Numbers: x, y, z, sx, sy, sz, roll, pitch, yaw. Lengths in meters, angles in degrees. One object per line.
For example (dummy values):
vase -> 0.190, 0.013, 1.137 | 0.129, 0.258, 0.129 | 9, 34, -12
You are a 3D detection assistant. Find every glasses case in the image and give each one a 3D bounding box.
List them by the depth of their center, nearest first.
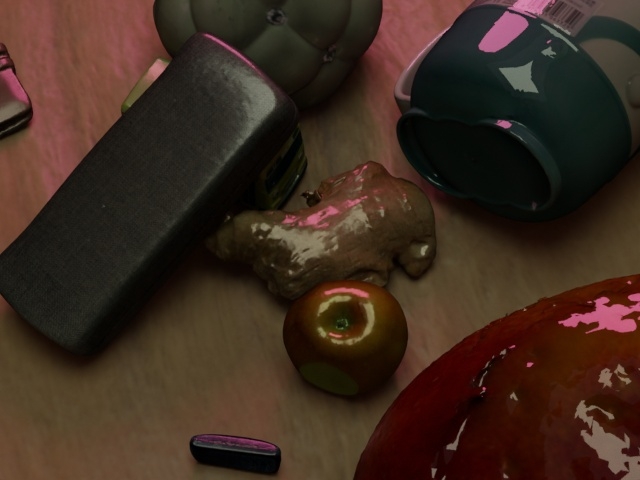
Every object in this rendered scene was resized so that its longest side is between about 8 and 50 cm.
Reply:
glasses case -> -0.075, 0.189, 1.713 | 0.083, 0.033, 0.023 | 8, 56, 8
glasses case -> -0.163, -0.042, 1.786 | 0.131, 0.074, 0.323 | 41, 89, 17

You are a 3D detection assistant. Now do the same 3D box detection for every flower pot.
flower pot -> -0.056, -0.255, 1.929 | 0.246, 0.195, 0.246 | 0, 54, 0

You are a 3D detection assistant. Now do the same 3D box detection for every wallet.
wallet -> -0.371, -0.163, 1.969 | 0.118, 0.038, 0.152 | -26, 61, -13

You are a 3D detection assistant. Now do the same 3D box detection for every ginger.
ginger -> 0.003, 0.004, 1.817 | 0.213, 0.074, 0.137 | -16, 64, -18

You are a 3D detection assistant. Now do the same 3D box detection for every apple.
apple -> 0.024, 0.083, 1.741 | 0.114, 0.102, 0.099 | 23, 67, 5

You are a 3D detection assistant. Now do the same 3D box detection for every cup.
cup -> 0.203, -0.160, 1.861 | 0.290, 0.219, 0.257 | 14, 51, 48

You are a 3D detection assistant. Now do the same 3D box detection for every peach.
peach -> 0.213, 0.205, 1.565 | 0.417, 0.353, 0.339 | -33, 40, 29

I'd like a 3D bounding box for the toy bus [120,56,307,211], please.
toy bus -> -0.105, -0.103, 1.880 | 0.175, 0.101, 0.088 | 24, 59, 15
